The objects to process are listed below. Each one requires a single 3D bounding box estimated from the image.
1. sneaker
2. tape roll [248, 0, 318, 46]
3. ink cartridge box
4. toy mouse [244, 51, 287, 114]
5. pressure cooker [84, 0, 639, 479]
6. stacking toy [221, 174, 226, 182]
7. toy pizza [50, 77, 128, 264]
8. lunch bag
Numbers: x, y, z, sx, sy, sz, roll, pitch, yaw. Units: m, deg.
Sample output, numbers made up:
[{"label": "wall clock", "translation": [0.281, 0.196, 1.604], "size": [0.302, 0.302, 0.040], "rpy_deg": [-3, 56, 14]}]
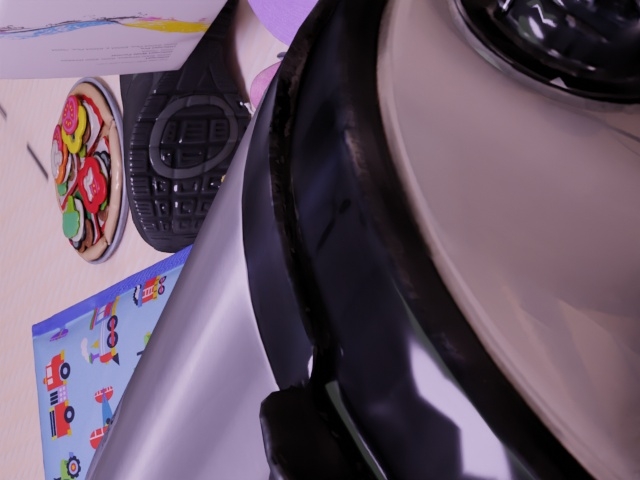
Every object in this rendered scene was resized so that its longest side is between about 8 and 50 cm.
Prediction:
[{"label": "sneaker", "translation": [-0.127, -0.129, 1.182], "size": [0.130, 0.109, 0.286], "rpy_deg": [164, 110, -66]}, {"label": "tape roll", "translation": [0.033, -0.260, 0.888], "size": [0.275, 0.090, 0.274], "rpy_deg": [10, 102, 58]}, {"label": "ink cartridge box", "translation": [-0.165, -0.236, 0.987], "size": [0.233, 0.168, 0.171], "rpy_deg": [143, 119, -65]}, {"label": "toy mouse", "translation": [-0.020, -0.107, 0.999], "size": [0.143, 0.031, 0.161], "rpy_deg": [-58, 29, 11]}, {"label": "pressure cooker", "translation": [0.115, 0.071, 0.508], "size": [0.420, 0.376, 0.370], "rpy_deg": [-61, 41, 44]}, {"label": "stacking toy", "translation": [0.000, 0.000, 1.012], "size": [0.221, 0.052, 0.167], "rpy_deg": [-28, 69, 57]}, {"label": "toy pizza", "translation": [-0.255, -0.074, 1.456], "size": [0.201, 0.032, 0.201], "rpy_deg": [12, 104, 59]}, {"label": "lunch bag", "translation": [-0.087, 0.126, 1.012], "size": [0.293, 0.138, 0.221], "rpy_deg": [-31, 62, 47]}]
